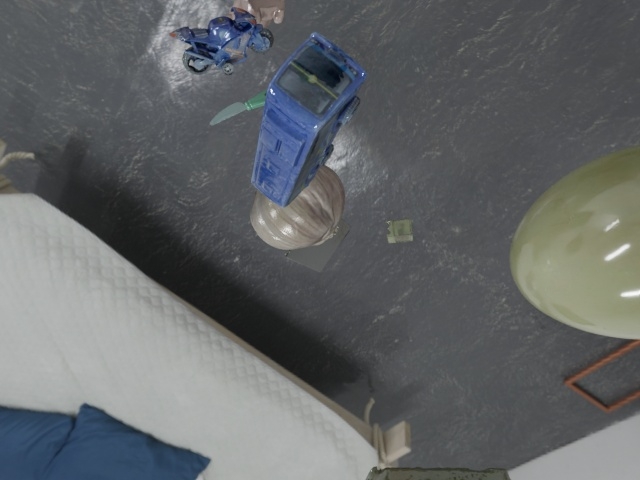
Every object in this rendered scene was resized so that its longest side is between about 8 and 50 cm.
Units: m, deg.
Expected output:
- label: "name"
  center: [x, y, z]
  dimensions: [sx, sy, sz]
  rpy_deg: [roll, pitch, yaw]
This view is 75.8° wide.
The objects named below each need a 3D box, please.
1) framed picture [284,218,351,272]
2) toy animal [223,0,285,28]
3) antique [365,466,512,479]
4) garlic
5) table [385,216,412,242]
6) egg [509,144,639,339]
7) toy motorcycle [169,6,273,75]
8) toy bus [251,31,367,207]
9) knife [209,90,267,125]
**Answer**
- label: "framed picture"
  center: [0.000, 0.000, 1.731]
  dimensions: [0.014, 0.339, 0.255]
  rpy_deg: [36, 92, 28]
- label: "toy animal"
  center: [-0.172, -0.564, 1.030]
  dimensions: [0.124, 0.212, 0.124]
  rpy_deg: [-3, 96, -29]
- label: "antique"
  center: [0.211, 0.503, 0.761]
  dimensions: [0.284, 0.125, 0.150]
  rpy_deg: [4, 131, 0]
- label: "garlic"
  center: [-0.059, -0.097, 1.211]
  dimensions: [0.317, 0.317, 0.259]
  rpy_deg: [-39, 105, 26]
- label: "table"
  center: [0.264, -0.033, 1.376]
  dimensions: [0.083, 0.062, 0.079]
  rpy_deg: [-7, 161, 12]
- label: "egg"
  center: [0.309, 0.005, 0.413]
  dimensions: [0.186, 0.186, 0.242]
  rpy_deg: [44, 146, -13]
- label: "toy motorcycle"
  center: [-0.201, -0.421, 0.864]
  dimensions: [0.205, 0.076, 0.114]
  rpy_deg: [-21, 148, -6]
- label: "toy bus"
  center: [-0.024, -0.117, 0.475]
  dimensions: [0.079, 0.094, 0.236]
  rpy_deg: [32, 160, -3]
- label: "knife"
  center: [-0.298, -0.498, 1.535]
  dimensions: [0.260, 0.063, 0.034]
  rpy_deg: [-24, 158, -9]
